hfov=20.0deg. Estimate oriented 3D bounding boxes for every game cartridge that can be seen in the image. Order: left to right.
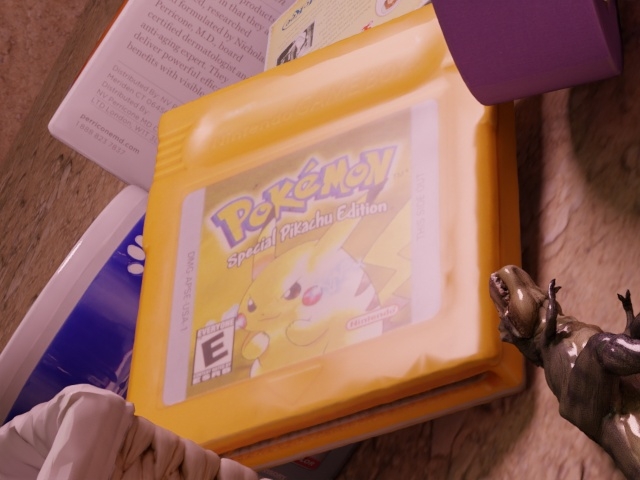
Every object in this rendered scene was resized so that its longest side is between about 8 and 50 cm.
[{"bbox_3d":[-0.001,-0.004,1.225,0.285,0.052,0.324,-20,48,25],"label":"game cartridge"}]

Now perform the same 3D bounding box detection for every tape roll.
[{"bbox_3d":[0.112,-0.225,1.106,0.090,0.275,0.275,-13,39,14],"label":"tape roll"}]

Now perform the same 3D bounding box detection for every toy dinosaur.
[{"bbox_3d":[0.156,0.063,0.934,0.268,0.064,0.118,-108,39,-62],"label":"toy dinosaur"}]

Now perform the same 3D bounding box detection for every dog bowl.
[{"bbox_3d":[-0.188,0.088,1.544,0.265,0.104,0.265,-57,0,1],"label":"dog bowl"}]

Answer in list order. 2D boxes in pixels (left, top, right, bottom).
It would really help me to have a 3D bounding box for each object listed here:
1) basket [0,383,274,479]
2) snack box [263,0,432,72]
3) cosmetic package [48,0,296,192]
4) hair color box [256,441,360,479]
[{"bbox_3d":[-0.132,0.302,1.085,0.331,0.266,0.328,-29,39,60],"label":"basket"},{"bbox_3d":[0.069,-0.194,1.445,0.322,0.060,0.187,-39,29,34],"label":"snack box"},{"bbox_3d":[-0.064,-0.264,1.716,0.453,0.161,0.230,-55,10,9],"label":"cosmetic package"},{"bbox_3d":[-0.107,0.204,1.399,0.374,0.113,0.185,-56,19,22],"label":"hair color box"}]
